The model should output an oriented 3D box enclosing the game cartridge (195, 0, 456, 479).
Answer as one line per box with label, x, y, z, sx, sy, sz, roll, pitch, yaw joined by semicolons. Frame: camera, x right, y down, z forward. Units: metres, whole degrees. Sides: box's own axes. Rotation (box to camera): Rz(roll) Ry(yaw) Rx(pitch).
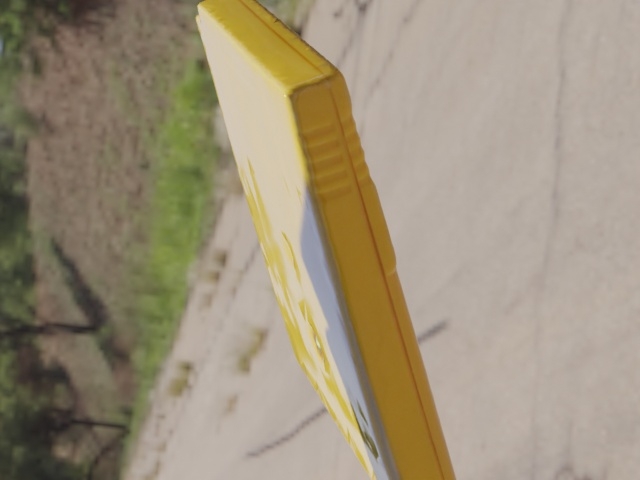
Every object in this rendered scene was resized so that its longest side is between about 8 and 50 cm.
game cartridge;0.000;0.000;1.050;0.285;0.052;0.324;-128;22;-63
